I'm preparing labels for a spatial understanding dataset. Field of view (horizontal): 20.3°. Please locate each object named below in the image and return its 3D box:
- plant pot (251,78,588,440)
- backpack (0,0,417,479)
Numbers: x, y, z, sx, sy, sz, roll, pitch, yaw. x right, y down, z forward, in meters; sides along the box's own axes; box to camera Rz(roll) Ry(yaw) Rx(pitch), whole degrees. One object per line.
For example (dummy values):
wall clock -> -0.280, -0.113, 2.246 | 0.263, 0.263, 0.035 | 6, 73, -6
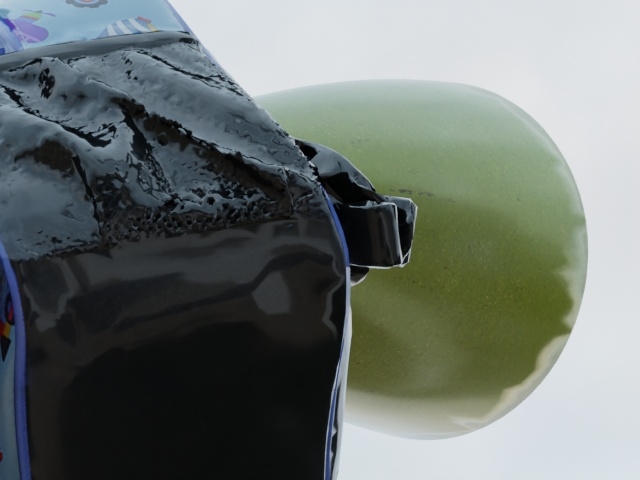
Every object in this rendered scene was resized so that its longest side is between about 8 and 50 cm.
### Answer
plant pot -> 0.000, 0.000, 1.244 | 0.275, 0.275, 0.293 | -39, -25, 24
backpack -> -0.069, 0.015, 0.413 | 0.117, 0.173, 0.158 | -12, -51, -24
